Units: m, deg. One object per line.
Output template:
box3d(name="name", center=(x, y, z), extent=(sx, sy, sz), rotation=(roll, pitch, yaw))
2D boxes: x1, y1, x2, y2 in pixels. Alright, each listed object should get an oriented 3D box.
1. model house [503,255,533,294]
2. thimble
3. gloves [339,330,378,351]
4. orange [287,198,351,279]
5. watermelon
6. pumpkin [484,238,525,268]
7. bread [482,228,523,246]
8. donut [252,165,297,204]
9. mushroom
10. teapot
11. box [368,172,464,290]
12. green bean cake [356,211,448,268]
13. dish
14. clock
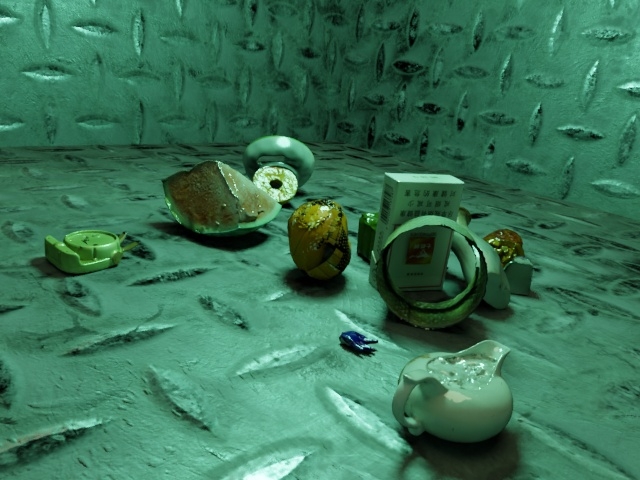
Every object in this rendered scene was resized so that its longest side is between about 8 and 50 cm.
box3d(name="model house", center=(0.594, 0.099, 1.653), extent=(0.088, 0.100, 0.100), rotation=(8, 17, 9))
box3d(name="thimble", center=(0.282, 0.073, 1.370), extent=(0.271, 0.270, 0.150), rotation=(10, 16, 9))
box3d(name="gloves", center=(0.088, 0.227, 1.217), extent=(0.086, 0.026, 0.064), rotation=(20, 20, 35))
box3d(name="orange", center=(0.000, 0.000, 1.549), extent=(0.182, 0.234, 0.234), rotation=(-7, 20, -4))
box3d(name="watermelon", center=(-0.344, -0.092, 1.788), extent=(0.292, 0.319, 0.222), rotation=(-26, 39, 27))
box3d(name="pumpkin", center=(0.555, 0.055, 1.750), extent=(0.184, 0.119, 0.108), rotation=(-3, 10, -22))
box3d(name="bread", center=(0.616, 0.021, 1.907), extent=(0.269, 0.095, 0.139), rotation=(-14, 20, -38))
box3d(name="donut", center=(-0.192, -0.224, 2.275), extent=(0.190, 0.174, 0.074), rotation=(-8, -22, -12))
box3d(name="mushroom", center=(0.437, 0.038, 1.569), extent=(0.122, 0.159, 0.328), rotation=(-19, 45, 2))
box3d(name="teapot", center=(0.236, 0.269, 0.970), extent=(0.298, 0.139, 0.204), rotation=(-11, 28, -43))
box3d(name="box", center=(0.266, -0.020, 1.533), extent=(0.210, 0.330, 0.095), rotation=(-1, 20, -19))
box3d(name="green bean cake", center=(0.268, 0.002, 1.749), extent=(0.247, 0.156, 0.250), rotation=(-4, 21, -24))
box3d(name="dish", center=(-0.187, -0.305, 2.387), extent=(0.324, 0.324, 0.124), rotation=(5, 56, -5))
box3d(name="clock", center=(-0.631, 0.021, 1.514), extent=(0.170, 0.069, 0.232), rotation=(21, 23, 37))
